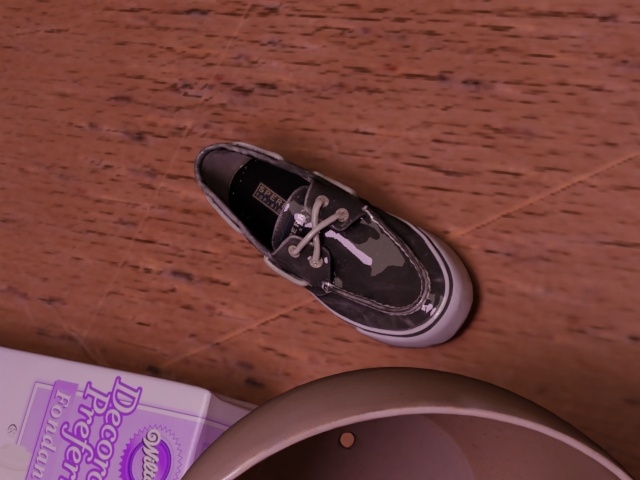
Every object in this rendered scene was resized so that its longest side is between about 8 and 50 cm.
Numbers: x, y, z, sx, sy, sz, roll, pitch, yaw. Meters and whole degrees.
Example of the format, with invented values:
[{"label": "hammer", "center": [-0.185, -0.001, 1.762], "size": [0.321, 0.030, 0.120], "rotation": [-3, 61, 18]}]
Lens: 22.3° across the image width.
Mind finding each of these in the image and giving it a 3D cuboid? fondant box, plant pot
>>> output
[{"label": "fondant box", "center": [-0.200, 0.196, 1.088], "size": [0.330, 0.096, 0.238], "rotation": [7, 78, 36]}, {"label": "plant pot", "center": [0.032, 0.180, 0.847], "size": [0.284, 0.284, 0.191], "rotation": [-51, 17, 9]}]

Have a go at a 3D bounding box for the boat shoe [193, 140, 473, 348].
[{"label": "boat shoe", "center": [0.000, 0.000, 1.031], "size": [0.219, 0.070, 0.078], "rotation": [30, 92, 38]}]
